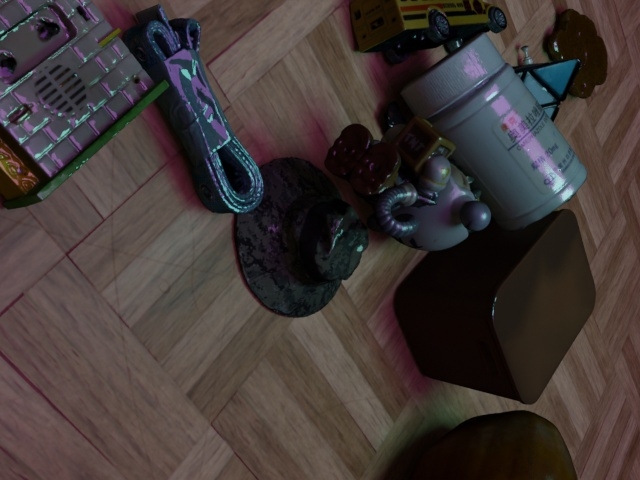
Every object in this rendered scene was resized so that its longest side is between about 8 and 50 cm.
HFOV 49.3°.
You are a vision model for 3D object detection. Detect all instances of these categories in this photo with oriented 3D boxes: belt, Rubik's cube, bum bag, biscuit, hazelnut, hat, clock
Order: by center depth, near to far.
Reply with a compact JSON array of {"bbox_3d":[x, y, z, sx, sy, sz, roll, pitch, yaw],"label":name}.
[{"bbox_3d":[-0.336,-0.203,0.773,0.255,0.106,0.220,54,54,-25],"label":"clock"},{"bbox_3d":[-0.167,-0.171,0.956,0.087,0.072,0.302,-39,119,-33],"label":"belt"},{"bbox_3d":[0.000,0.000,1.085,0.265,0.128,0.265,-6,99,-43],"label":"hat"},{"bbox_3d":[0.315,0.488,1.267,0.366,0.366,0.366,-1,91,-45],"label":"hazelnut"},{"bbox_3d":[0.146,-0.196,1.287,0.124,0.034,0.058,61,41,-27],"label":"bum bag"},{"bbox_3d":[0.395,-0.241,1.466,0.250,0.284,0.234,-65,141,-70],"label":"Rubik's cube"},{"bbox_3d":[0.652,-0.468,1.775,0.290,0.041,0.208,4,87,-44],"label":"biscuit"}]

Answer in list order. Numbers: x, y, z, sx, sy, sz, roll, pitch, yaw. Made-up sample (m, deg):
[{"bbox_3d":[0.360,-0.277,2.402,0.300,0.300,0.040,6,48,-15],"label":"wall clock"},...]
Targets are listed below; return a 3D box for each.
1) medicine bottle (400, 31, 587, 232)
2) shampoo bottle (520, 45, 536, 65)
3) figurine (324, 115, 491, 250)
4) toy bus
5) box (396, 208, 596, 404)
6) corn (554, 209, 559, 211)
[{"bbox_3d":[0.313,-0.199,1.276,0.332,0.190,0.190,50,56,-9],"label":"medicine bottle"},{"bbox_3d":[0.485,-0.373,1.610,0.077,0.045,0.152,-32,114,-37],"label":"shampoo bottle"},{"bbox_3d":[0.150,-0.094,1.149,0.186,0.261,0.382,-42,152,13],"label":"figurine"},{"bbox_3d":[0.206,-0.410,1.287,0.335,0.121,0.123,-21,92,-42],"label":"toy bus"},{"bbox_3d":[0.339,0.112,1.345,0.339,0.229,0.239,-42,119,-36],"label":"box"},{"bbox_3d":[0.492,-0.056,1.583,0.313,0.102,0.102,33,68,-40],"label":"corn"}]
